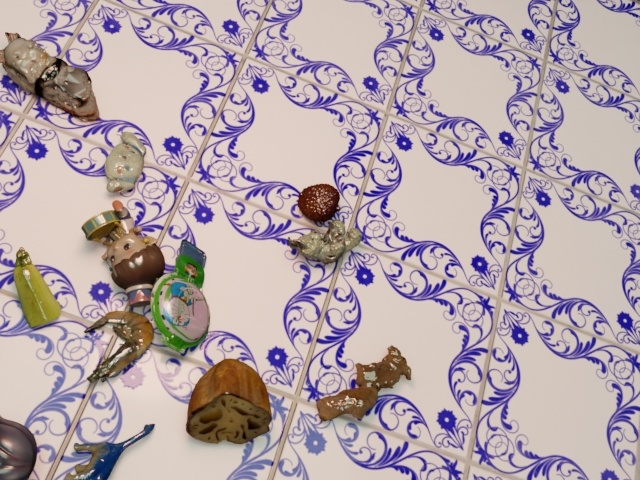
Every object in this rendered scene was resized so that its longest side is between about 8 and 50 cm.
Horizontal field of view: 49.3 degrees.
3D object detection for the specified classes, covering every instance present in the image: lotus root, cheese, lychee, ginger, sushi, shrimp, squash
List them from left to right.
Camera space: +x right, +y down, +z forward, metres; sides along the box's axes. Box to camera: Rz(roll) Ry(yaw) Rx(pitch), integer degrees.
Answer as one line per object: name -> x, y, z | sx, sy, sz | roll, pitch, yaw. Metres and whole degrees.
squash -> -0.735, 0.114, 1.775 | 0.090, 0.075, 0.200 | -19, 94, -3
sushi -> -0.773, -0.467, 1.996 | 0.332, 0.130, 0.124 | 28, 63, -1
shrimp -> -0.531, 0.263, 1.776 | 0.150, 0.051, 0.217 | 38, 55, 8
cheese -> -0.358, 0.142, 1.831 | 0.204, 0.083, 0.321 | 38, 44, -37
lotus root -> -0.235, 0.395, 1.746 | 0.188, 0.199, 0.180 | 41, 20, -34
lychee -> -0.005, -0.109, 2.036 | 0.129, 0.123, 0.123 | -3, 64, 12
ginger -> 0.118, 0.390, 1.860 | 0.290, 0.084, 0.122 | -32, 84, -24

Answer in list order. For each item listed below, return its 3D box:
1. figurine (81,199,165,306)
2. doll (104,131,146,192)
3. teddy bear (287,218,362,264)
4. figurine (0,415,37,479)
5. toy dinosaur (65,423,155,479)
figurine -> -0.502, 0.040, 1.817 | 0.275, 0.161, 0.158 | 53, 22, 6
doll -> -0.554, -0.217, 1.973 | 0.103, 0.071, 0.214 | 22, 53, -20
teddy bear -> 0.006, 0.017, 1.994 | 0.213, 0.111, 0.133 | -16, 29, -30
figurine -> -0.766, 0.470, 1.537 | 0.265, 0.175, 0.197 | 24, 28, -6
toy dinosaur -> -0.487, 0.519, 1.615 | 0.188, 0.248, 0.075 | -13, 111, -2
